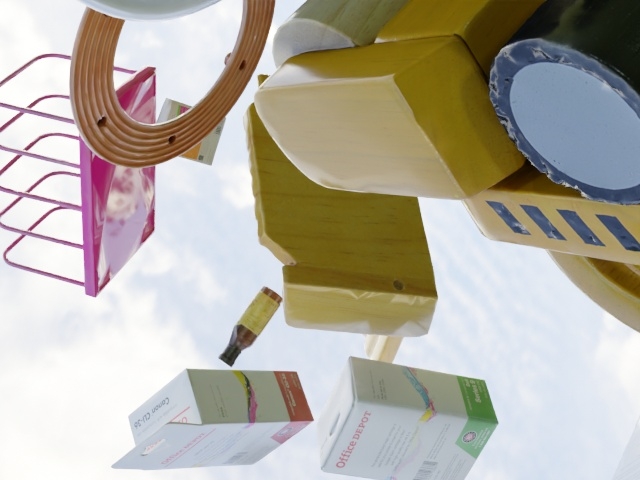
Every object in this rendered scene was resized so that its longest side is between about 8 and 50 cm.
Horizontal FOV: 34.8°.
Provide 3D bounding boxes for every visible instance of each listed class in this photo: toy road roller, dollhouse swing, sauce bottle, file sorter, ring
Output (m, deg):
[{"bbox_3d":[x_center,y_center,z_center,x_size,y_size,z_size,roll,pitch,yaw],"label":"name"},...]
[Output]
[{"bbox_3d":[0.148,-0.068,0.574,0.202,0.329,0.241,-47,-59,-21],"label":"toy road roller"},{"bbox_3d":[0.000,0.000,1.505,0.315,0.305,0.347,6,-124,-24],"label":"dollhouse swing"},{"bbox_3d":[-0.105,0.127,1.503,0.042,0.042,0.128,39,-102,-14],"label":"sauce bottle"},{"bbox_3d":[-0.368,-0.106,1.514,0.182,0.291,0.202,14,-146,12],"label":"file sorter"},{"bbox_3d":[-0.171,-0.240,1.205,0.032,0.337,0.336,31,-145,25],"label":"ring"}]

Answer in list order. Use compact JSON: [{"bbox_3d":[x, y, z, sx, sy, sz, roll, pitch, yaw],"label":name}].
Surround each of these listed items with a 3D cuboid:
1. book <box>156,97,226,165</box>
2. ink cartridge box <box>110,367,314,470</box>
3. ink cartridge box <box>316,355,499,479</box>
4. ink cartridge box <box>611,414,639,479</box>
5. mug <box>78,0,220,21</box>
[{"bbox_3d":[-0.238,-0.196,1.855,0.144,0.035,0.096,13,-83,-53],"label":"book"},{"bbox_3d":[-0.120,0.189,1.082,0.198,0.115,0.067,9,-130,-46],"label":"ink cartridge box"},{"bbox_3d":[0.116,0.258,1.431,0.212,0.154,0.093,10,-143,-16],"label":"ink cartridge box"},{"bbox_3d":[0.369,0.264,1.055,0.071,0.324,0.330,29,-119,7],"label":"ink cartridge box"},{"bbox_3d":[-0.067,-0.322,0.707,0.328,0.374,0.276,44,-176,-28],"label":"mug"}]
